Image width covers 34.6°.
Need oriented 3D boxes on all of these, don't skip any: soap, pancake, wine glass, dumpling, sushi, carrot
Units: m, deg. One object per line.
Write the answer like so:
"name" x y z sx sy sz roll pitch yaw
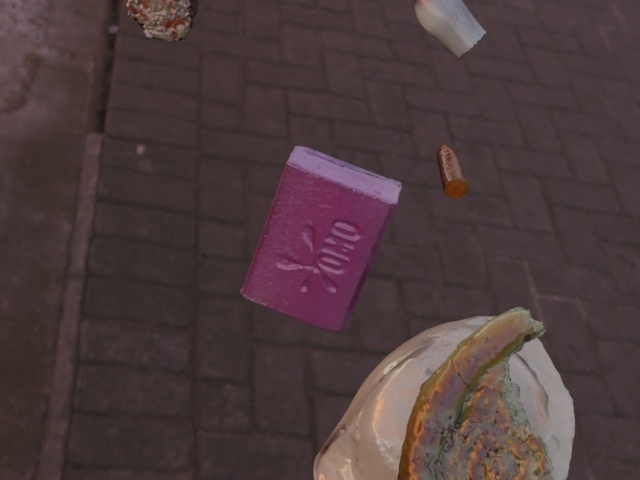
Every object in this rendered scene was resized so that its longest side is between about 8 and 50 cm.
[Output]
"soap" 0.000 0.001 1.593 0.181 0.259 0.081 22 29 -1
"pancake" 0.197 0.259 1.301 0.197 0.054 0.376 11 79 24
"wine glass" 0.231 -0.452 2.006 0.202 0.093 0.093 44 42 -6
"dumpling" 0.186 0.286 1.453 0.395 0.233 0.315 -31 53 -7
"sushi" -0.216 -0.342 1.368 0.091 0.150 0.078 -8 37 8
"carrot" 0.242 -0.139 1.922 0.048 0.048 0.139 9 40 -13
